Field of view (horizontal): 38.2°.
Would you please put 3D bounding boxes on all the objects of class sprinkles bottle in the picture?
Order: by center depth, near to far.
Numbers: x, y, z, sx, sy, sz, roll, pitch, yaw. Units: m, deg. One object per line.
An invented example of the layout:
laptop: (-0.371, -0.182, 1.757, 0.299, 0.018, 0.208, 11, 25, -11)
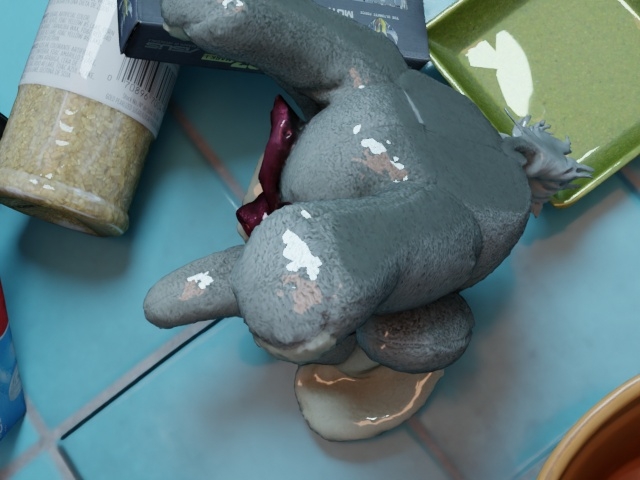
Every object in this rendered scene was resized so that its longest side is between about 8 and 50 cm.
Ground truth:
sprinkles bottle: (-0.164, -0.186, 0.764, 0.121, 0.121, 0.355, 14, 80, 12)

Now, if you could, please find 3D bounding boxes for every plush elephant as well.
plush elephant: (0.000, 0.000, 0.636, 0.255, 0.330, 0.272, -45, 57, 37)

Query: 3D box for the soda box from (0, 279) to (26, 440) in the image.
soda box: (-0.287, 0.055, 0.706, 0.071, 0.067, 0.210, -1, 110, 8)

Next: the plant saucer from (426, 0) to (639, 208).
plant saucer: (0.203, -0.143, 0.736, 0.188, 0.045, 0.188, -37, 74, 0)

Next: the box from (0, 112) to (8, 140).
box: (-0.402, -0.045, 0.782, 0.184, 0.103, 0.261, 36, 85, 12)

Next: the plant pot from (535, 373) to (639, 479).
plant pot: (0.256, 0.217, 0.562, 0.290, 0.203, 0.291, -2, 78, 8)

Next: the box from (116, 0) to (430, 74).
box: (-0.036, -0.220, 0.706, 0.232, 0.059, 0.183, 1, 73, -24)
